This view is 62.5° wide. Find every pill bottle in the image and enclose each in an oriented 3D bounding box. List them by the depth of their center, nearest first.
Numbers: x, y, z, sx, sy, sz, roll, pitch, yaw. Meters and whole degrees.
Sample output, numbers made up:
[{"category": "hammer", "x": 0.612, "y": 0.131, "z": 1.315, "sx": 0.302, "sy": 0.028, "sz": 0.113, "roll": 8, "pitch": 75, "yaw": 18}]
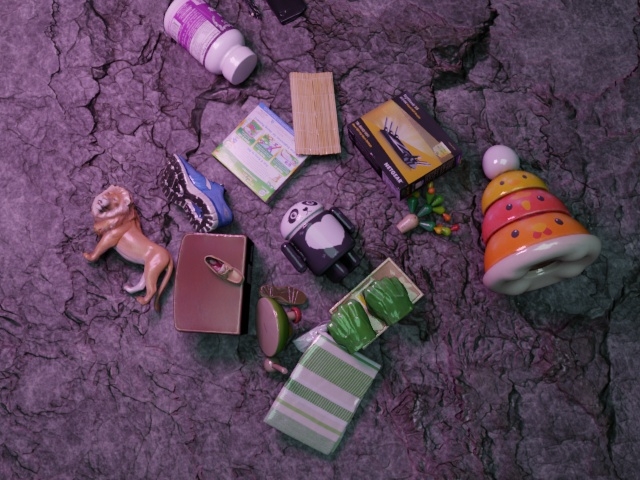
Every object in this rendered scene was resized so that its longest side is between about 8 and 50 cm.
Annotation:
[{"category": "pill bottle", "x": -0.360, "y": -0.667, "z": 1.761, "sx": 0.301, "sy": 0.169, "sz": 0.169, "roll": 43, "pitch": 83, "yaw": 5}]

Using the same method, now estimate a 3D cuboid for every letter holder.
[{"category": "letter holder", "x": -0.333, "y": 0.138, "z": 1.649, "sx": 0.214, "sy": 0.152, "sz": 0.301, "roll": 3, "pitch": 81, "yaw": 1}]

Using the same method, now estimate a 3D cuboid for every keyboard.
[{"category": "keyboard", "x": -0.205, "y": -0.898, "z": 1.870, "sx": 0.201, "sy": 0.033, "sz": 0.317, "roll": -30, "pitch": 82, "yaw": -12}]

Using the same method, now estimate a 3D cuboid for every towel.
[{"category": "towel", "x": 0.011, "y": 0.472, "z": 1.637, "sx": 0.248, "sy": 0.038, "sz": 0.325, "roll": 32, "pitch": 83, "yaw": -10}]

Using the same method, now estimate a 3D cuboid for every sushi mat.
[{"category": "sushi mat", "x": -0.020, "y": -0.429, "z": 1.774, "sx": 0.151, "sy": 0.019, "sz": 0.316, "roll": -2, "pitch": 73, "yaw": -11}]

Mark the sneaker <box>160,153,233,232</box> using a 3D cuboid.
[{"category": "sneaker", "x": -0.398, "y": -0.153, "z": 1.714, "sx": 0.330, "sy": 0.147, "sz": 0.130, "roll": 51, "pitch": 120, "yaw": 22}]

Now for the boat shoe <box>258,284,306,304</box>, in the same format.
[{"category": "boat shoe", "x": -0.123, "y": 0.179, "z": 1.703, "sx": 0.153, "sy": 0.048, "sz": 0.056, "roll": 7, "pitch": 69, "yaw": -7}]

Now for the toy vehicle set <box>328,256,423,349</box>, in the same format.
[{"category": "toy vehicle set", "x": 0.179, "y": 0.202, "z": 1.704, "sx": 0.267, "sy": 0.035, "sz": 0.166, "roll": -41, "pitch": 84, "yaw": -7}]

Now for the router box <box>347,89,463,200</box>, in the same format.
[{"category": "router box", "x": 0.270, "y": -0.314, "z": 1.721, "sx": 0.243, "sy": 0.081, "sz": 0.309, "roll": -32, "pitch": 66, "yaw": -7}]

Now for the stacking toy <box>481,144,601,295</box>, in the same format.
[{"category": "stacking toy", "x": 0.617, "y": -0.097, "z": 1.666, "sx": 0.351, "sy": 0.350, "sz": 0.480, "roll": -13, "pitch": 64, "yaw": -3}]

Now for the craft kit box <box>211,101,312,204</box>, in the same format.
[{"category": "craft kit box", "x": -0.189, "y": -0.291, "z": 1.766, "sx": 0.250, "sy": 0.061, "sz": 0.246, "roll": 42, "pitch": 80, "yaw": 5}]

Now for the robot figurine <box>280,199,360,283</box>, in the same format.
[{"category": "robot figurine", "x": -0.001, "y": 0.000, "z": 1.661, "sx": 0.173, "sy": 0.209, "sz": 0.278, "roll": -43, "pitch": 84, "yaw": 23}]

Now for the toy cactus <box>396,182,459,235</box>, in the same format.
[{"category": "toy cactus", "x": 0.334, "y": -0.084, "z": 1.728, "sx": 0.180, "sy": 0.112, "sz": 0.219, "roll": -37, "pitch": 92, "yaw": 4}]

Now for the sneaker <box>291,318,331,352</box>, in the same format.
[{"category": "sneaker", "x": -0.014, "y": 0.302, "z": 1.683, "sx": 0.152, "sy": 0.054, "sz": 0.061, "roll": -30, "pitch": 99, "yaw": -3}]

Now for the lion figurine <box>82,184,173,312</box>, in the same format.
[{"category": "lion figurine", "x": -0.592, "y": 0.025, "z": 1.684, "sx": 0.392, "sy": 0.142, "sz": 0.240, "roll": 43, "pitch": 75, "yaw": -9}]

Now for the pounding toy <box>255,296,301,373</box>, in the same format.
[{"category": "pounding toy", "x": -0.117, "y": 0.288, "z": 1.638, "sx": 0.110, "sy": 0.183, "sz": 0.237, "roll": -5, "pitch": 81, "yaw": -28}]

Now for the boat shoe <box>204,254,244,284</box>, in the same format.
[{"category": "boat shoe", "x": -0.288, "y": 0.088, "z": 1.557, "sx": 0.135, "sy": 0.045, "sz": 0.050, "roll": 29, "pitch": 84, "yaw": 7}]

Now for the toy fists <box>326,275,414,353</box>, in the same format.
[{"category": "toy fists", "x": 0.149, "y": 0.220, "z": 1.636, "sx": 0.279, "sy": 0.096, "sz": 0.142, "roll": -34, "pitch": 90, "yaw": -8}]
